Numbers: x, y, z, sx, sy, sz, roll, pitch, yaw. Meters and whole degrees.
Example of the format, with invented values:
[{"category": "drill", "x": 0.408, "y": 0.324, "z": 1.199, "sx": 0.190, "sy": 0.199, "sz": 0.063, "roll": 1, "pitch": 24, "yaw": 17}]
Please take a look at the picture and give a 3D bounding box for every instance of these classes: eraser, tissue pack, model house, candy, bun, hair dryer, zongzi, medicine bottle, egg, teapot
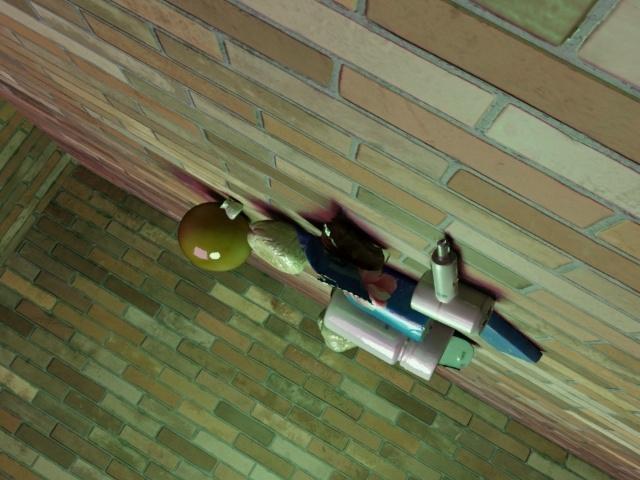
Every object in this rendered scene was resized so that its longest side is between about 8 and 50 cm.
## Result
[{"category": "eraser", "x": 0.446, "y": 0.230, "z": 1.488, "sx": 0.312, "sy": 0.042, "sz": 0.144, "roll": 37, "pitch": 168, "yaw": -27}, {"category": "tissue pack", "x": 0.208, "y": 0.177, "z": 1.637, "sx": 0.270, "sy": 0.137, "sz": 0.209, "roll": 27, "pitch": 170, "yaw": 17}, {"category": "model house", "x": 0.444, "y": 0.361, "z": 1.953, "sx": 0.149, "sy": 0.119, "sz": 0.148, "roll": 12, "pitch": -167, "yaw": -5}, {"category": "candy", "x": 0.032, "y": 0.059, "z": 1.500, "sx": 0.187, "sy": 0.077, "sz": 0.331, "roll": 26, "pitch": -166, "yaw": -25}, {"category": "bun", "x": 0.122, "y": 0.320, "z": 2.250, "sx": 0.204, "sy": 0.282, "sz": 0.281, "roll": 66, "pitch": 166, "yaw": 0}, {"category": "hair dryer", "x": 0.281, "y": 0.088, "z": 1.210, "sx": 0.173, "sy": 0.107, "sz": 0.357, "roll": 23, "pitch": 160, "yaw": 26}, {"category": "zongzi", "x": 0.086, "y": 0.015, "z": 1.373, "sx": 0.187, "sy": 0.084, "sz": 0.184, "roll": 29, "pitch": 174, "yaw": 3}, {"category": "medicine bottle", "x": 0.223, "y": 0.275, "z": 1.819, "sx": 0.389, "sy": 0.219, "sz": 0.219, "roll": 27, "pitch": 168, "yaw": 18}, {"category": "egg", "x": -0.382, "y": -0.008, "z": 2.076, "sx": 0.250, "sy": 0.250, "sz": 0.322, "roll": 24, "pitch": 171, "yaw": 31}, {"category": "teapot", "x": -0.303, "y": -0.114, "z": 1.903, "sx": 0.064, "sy": 0.064, "sz": 0.083, "roll": 41, "pitch": 172, "yaw": -8}, {"category": "bun", "x": -0.130, "y": 0.006, "z": 1.787, "sx": 0.220, "sy": 0.134, "sz": 0.220, "roll": 33, "pitch": 164, "yaw": 11}]

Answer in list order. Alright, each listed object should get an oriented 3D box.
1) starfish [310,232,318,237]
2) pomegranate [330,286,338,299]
[{"category": "starfish", "x": 0.000, "y": 0.000, "z": 1.731, "sx": 0.086, "sy": 0.016, "sz": 0.092, "roll": 35, "pitch": 171, "yaw": -9}, {"category": "pomegranate", "x": 0.098, "y": 0.183, "z": 2.064, "sx": 0.126, "sy": 0.163, "sz": 0.138, "roll": -28, "pitch": 149, "yaw": 31}]
